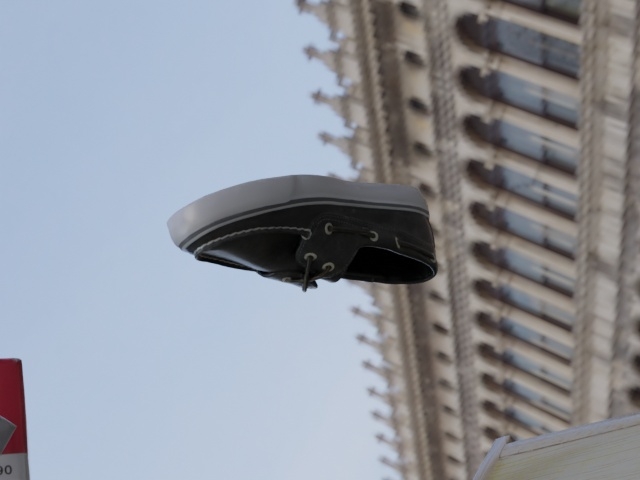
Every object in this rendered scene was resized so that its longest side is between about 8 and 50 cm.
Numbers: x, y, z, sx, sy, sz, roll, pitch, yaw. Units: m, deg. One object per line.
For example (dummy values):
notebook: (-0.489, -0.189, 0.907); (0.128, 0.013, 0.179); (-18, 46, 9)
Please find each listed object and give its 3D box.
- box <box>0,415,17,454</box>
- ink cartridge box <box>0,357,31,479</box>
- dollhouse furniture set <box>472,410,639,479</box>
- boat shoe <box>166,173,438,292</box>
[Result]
box: (-0.246, 0.128, 0.592); (0.145, 0.038, 0.186); (38, -116, -23)
ink cartridge box: (-0.307, 0.244, 0.891); (0.226, 0.306, 0.131); (-2, -21, -19)
dollhouse furniture set: (0.260, 0.277, 0.678); (0.394, 0.256, 0.362); (49, -129, -13)
boat shoe: (0.000, 0.000, 0.556); (0.142, 0.040, 0.049); (-2, -24, -44)
